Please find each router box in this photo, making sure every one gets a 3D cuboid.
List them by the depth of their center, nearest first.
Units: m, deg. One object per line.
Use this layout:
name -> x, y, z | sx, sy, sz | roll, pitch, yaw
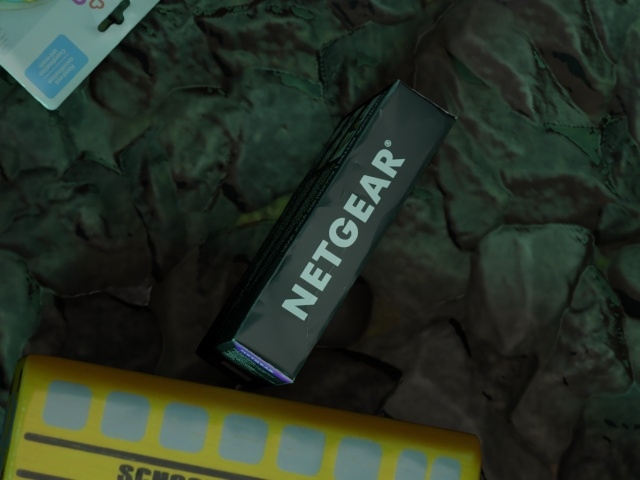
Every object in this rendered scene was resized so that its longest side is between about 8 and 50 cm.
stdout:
router box -> 0.000, 0.000, 1.131 | 0.046, 0.133, 0.179 | 33, 79, -7

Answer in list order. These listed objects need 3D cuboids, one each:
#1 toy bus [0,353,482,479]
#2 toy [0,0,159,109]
toy bus -> -0.021, 0.159, 1.124 | 0.333, 0.108, 0.130 | 11, 80, -11
toy -> -0.187, -0.205, 1.081 | 0.237, 0.056, 0.137 | 44, 72, -8
